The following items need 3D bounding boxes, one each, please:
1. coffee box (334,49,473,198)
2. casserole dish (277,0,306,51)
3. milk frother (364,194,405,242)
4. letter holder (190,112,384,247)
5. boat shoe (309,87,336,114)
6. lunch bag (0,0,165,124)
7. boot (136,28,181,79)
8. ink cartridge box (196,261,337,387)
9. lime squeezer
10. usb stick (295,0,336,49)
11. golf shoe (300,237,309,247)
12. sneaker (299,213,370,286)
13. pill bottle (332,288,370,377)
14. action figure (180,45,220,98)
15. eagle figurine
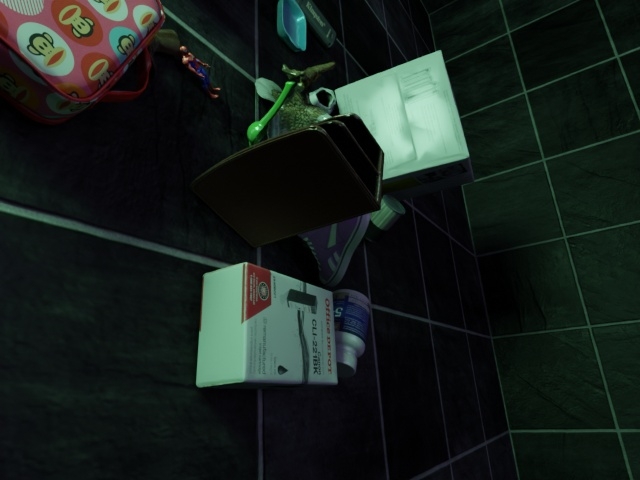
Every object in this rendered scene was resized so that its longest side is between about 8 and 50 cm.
[{"bbox_3d":[0.288,-0.337,1.381,0.334,0.338,0.337,13,65,-66],"label":"coffee box"},{"bbox_3d":[-0.089,-0.642,1.249,0.114,0.037,0.188,29,53,-50],"label":"casserole dish"},{"bbox_3d":[0.161,-0.070,1.287,0.129,0.134,0.143,40,31,4],"label":"milk frother"},{"bbox_3d":[-0.064,-0.135,0.795,0.214,0.302,0.152,46,41,-38],"label":"letter holder"},{"bbox_3d":[0.011,-0.416,1.264,0.083,0.076,0.226,65,32,-16],"label":"boat shoe"},{"bbox_3d":[-0.351,-0.312,0.586,0.258,0.120,0.293,47,43,-33],"label":"lunch bag"},{"bbox_3d":[-0.296,-0.351,0.788,0.114,0.037,0.106,-34,107,-63],"label":"boot"},{"bbox_3d":[-0.087,0.175,0.797,0.273,0.114,0.196,27,53,-52],"label":"ink cartridge box"},{"bbox_3d":[-0.111,-0.205,0.960,0.058,0.110,0.310,-84,177,-59],"label":"lime squeezer"},{"bbox_3d":[-0.036,-0.736,1.361,0.278,0.045,0.077,33,66,-48],"label":"usb stick"},{"bbox_3d":[0.013,-0.048,1.083,0.077,0.094,0.198,65,34,-16],"label":"golf shoe"},{"bbox_3d":[0.000,-0.001,0.985,0.161,0.282,0.102,13,48,-6],"label":"sneaker"},{"bbox_3d":[0.055,0.221,1.005,0.112,0.112,0.186,50,38,-35],"label":"pill bottle"},{"bbox_3d":[-0.244,-0.343,0.853,0.115,0.030,0.038,49,43,-48],"label":"action figure"},{"bbox_3d":[-0.033,-0.283,1.074,0.226,0.225,0.298,-12,123,-21],"label":"eagle figurine"}]
